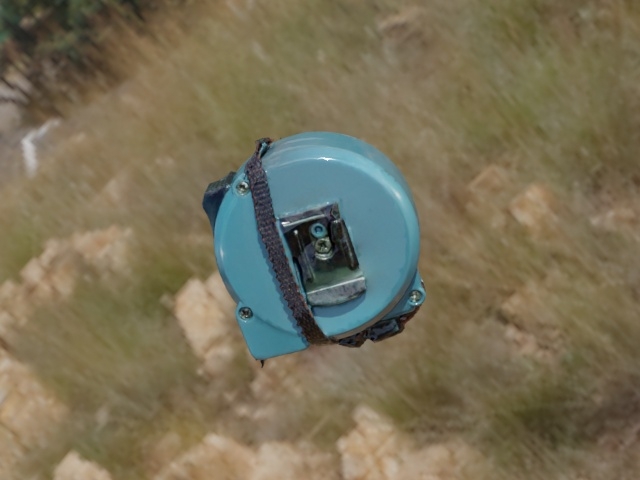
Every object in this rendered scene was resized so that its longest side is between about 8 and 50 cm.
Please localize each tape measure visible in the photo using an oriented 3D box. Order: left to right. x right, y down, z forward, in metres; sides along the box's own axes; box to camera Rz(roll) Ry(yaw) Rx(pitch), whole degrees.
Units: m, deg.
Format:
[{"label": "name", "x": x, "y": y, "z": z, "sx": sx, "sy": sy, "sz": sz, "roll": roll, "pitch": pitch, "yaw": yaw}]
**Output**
[{"label": "tape measure", "x": 0.000, "y": 0.000, "z": 0.892, "sx": 0.125, "sy": 0.146, "sz": 0.081, "roll": -17, "pitch": 15, "yaw": 8}]
